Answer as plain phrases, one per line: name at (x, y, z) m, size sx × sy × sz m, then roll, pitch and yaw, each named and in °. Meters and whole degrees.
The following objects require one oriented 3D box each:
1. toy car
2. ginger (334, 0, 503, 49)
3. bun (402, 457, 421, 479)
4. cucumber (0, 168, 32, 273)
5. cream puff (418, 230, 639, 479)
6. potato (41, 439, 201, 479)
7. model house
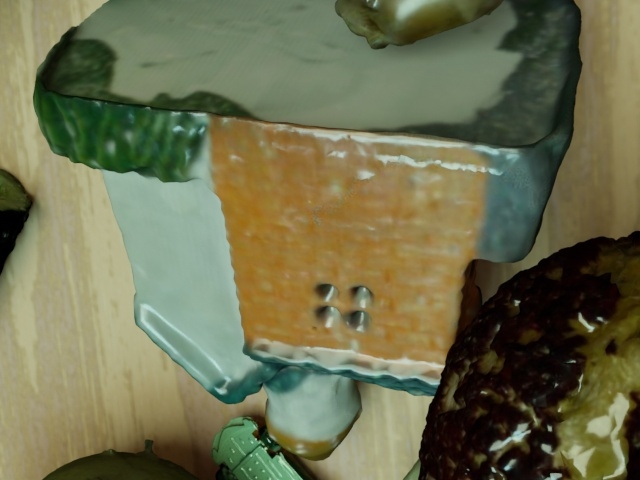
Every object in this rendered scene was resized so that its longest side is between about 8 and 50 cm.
toy car at (-0.029, 0.180, 0.617) m, size 0.059 × 0.035 × 0.122 m, roll -47°, pitch 73°, yaw 20°
ginger at (0.011, -0.267, 0.354) m, size 0.256 × 0.176 × 0.375 m, roll -11°, pitch 113°, yaw -7°
bun at (0.157, 0.208, 0.494) m, size 0.244 × 0.153 × 0.243 m, roll 5°, pitch 104°, yaw 21°
cucumber at (-0.324, 0.080, 0.690) m, size 0.072 × 0.081 × 0.303 m, roll 27°, pitch 109°, yaw -16°
cream puff at (0.149, 0.102, 0.340) m, size 0.239 × 0.165 × 0.239 m, roll -12°, pitch 67°, yaw 31°
potato at (-0.125, 0.330, 0.578) m, size 0.270 × 0.219 × 0.359 m, roll -27°, pitch 91°, yaw 15°
model house at (0.000, 0.000, 0.530) m, size 0.272 × 0.190 × 0.300 m, roll 8°, pitch 126°, yaw 13°
